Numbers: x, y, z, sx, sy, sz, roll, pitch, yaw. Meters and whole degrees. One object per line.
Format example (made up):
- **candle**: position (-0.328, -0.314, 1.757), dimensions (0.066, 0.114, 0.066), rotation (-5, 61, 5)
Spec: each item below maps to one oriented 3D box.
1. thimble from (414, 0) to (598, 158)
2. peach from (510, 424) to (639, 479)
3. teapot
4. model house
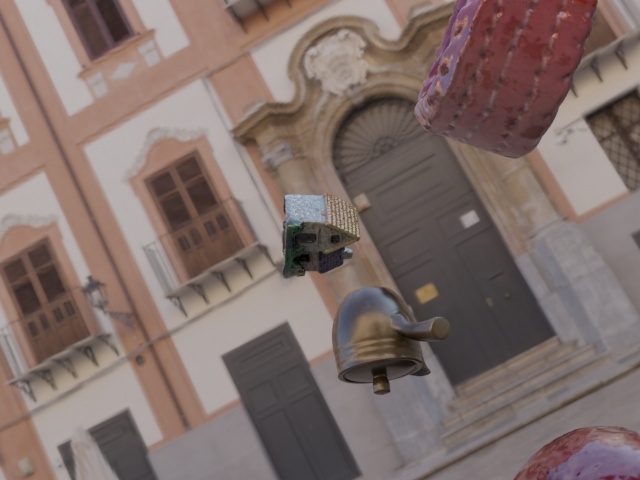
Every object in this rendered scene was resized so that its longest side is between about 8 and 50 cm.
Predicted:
- **thimble**: position (0.179, -0.184, 0.758), dimensions (0.163, 0.125, 0.189), rotation (-75, 5, -77)
- **peach**: position (0.303, 0.407, 0.729), dimensions (0.353, 0.339, 0.416), rotation (38, -110, -56)
- **teapot**: position (0.062, 0.071, 0.576), dimensions (0.085, 0.080, 0.110), rotation (9, -30, -32)
- **model house**: position (0.000, 0.000, 1.004), dimensions (0.100, 0.088, 0.101), rotation (2, -58, -6)
